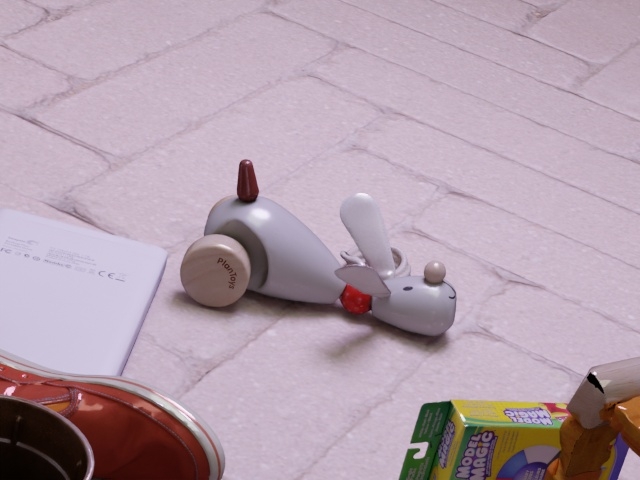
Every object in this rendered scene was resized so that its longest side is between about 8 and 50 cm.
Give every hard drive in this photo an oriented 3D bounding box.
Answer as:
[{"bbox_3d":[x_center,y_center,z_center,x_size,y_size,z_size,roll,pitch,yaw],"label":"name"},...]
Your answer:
[{"bbox_3d":[-0.301,0.072,1.919,0.210,0.040,0.318,14,28,0],"label":"hard drive"}]

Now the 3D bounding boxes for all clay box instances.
[{"bbox_3d":[0.196,0.227,1.776,0.222,0.127,0.053,3,29,-20],"label":"clay box"}]

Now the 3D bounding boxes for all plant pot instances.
[{"bbox_3d":[-0.286,0.243,1.477,0.167,0.165,0.167,11,27,-6],"label":"plant pot"}]

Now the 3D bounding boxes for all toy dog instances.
[{"bbox_3d":[0.000,0.000,2.066,0.334,0.161,0.220,4,30,-18],"label":"toy dog"}]

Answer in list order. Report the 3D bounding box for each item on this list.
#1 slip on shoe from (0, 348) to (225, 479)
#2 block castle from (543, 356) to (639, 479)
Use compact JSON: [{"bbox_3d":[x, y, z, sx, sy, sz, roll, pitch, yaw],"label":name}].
[{"bbox_3d":[-0.251,0.184,1.669,0.331,0.123,0.101,15,39,11],"label":"slip on shoe"},{"bbox_3d":[0.389,0.317,1.516,0.213,0.303,0.453,-7,36,-37],"label":"block castle"}]
